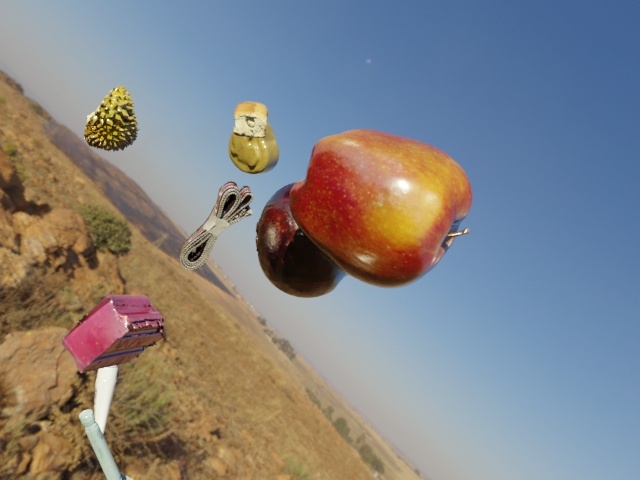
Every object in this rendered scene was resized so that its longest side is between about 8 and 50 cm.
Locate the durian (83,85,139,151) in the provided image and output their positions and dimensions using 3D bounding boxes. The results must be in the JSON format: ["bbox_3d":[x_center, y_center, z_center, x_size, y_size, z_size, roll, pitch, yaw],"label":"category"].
[{"bbox_3d":[-0.581,-0.332,1.277,0.138,0.183,0.250,51,-6,-19],"label":"durian"}]

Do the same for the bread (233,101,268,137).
[{"bbox_3d":[-0.168,-0.291,1.090,0.070,0.084,0.076,-101,-162,-62],"label":"bread"}]

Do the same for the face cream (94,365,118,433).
[{"bbox_3d":[-0.674,0.507,1.393,0.058,0.243,0.092,10,-7,-29],"label":"face cream"}]

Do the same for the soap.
[{"bbox_3d":[-0.455,0.217,1.056,0.099,0.162,0.250,44,-1,12],"label":"soap"}]

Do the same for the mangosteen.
[{"bbox_3d":[-0.018,0.004,1.127,0.294,0.296,0.297,25,-14,6],"label":"mangosteen"}]

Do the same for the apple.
[{"bbox_3d":[0.113,-0.057,0.836,0.317,0.288,0.288,29,-15,11],"label":"apple"}]

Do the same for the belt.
[{"bbox_3d":[-0.370,-0.049,1.570,0.126,0.359,0.094,35,12,-33],"label":"belt"}]

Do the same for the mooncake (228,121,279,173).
[{"bbox_3d":[-0.293,-0.391,1.897,0.235,0.234,0.117,40,30,19],"label":"mooncake"}]

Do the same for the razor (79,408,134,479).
[{"bbox_3d":[-0.437,0.439,0.908,0.106,0.068,0.231,4,-64,33],"label":"razor"}]
